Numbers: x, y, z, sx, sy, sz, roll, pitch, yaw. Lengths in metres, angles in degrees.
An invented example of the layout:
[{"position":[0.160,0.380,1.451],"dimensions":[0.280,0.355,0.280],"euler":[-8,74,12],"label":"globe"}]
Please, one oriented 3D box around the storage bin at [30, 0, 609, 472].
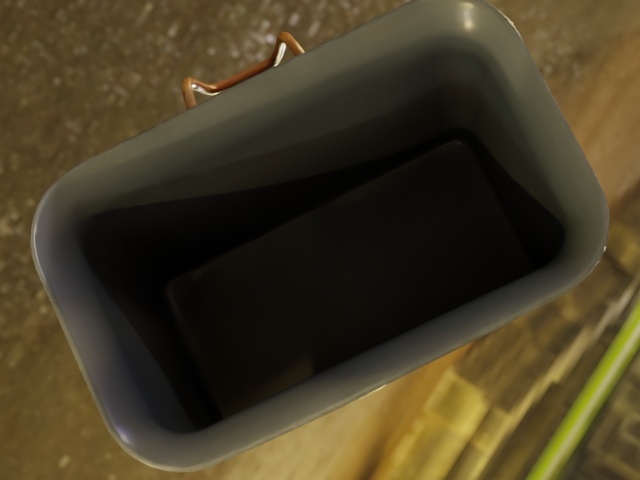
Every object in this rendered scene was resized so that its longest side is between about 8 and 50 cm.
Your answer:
[{"position":[0.000,0.000,0.478],"dimensions":[0.135,0.098,0.091],"euler":[-26,167,0],"label":"storage bin"}]
